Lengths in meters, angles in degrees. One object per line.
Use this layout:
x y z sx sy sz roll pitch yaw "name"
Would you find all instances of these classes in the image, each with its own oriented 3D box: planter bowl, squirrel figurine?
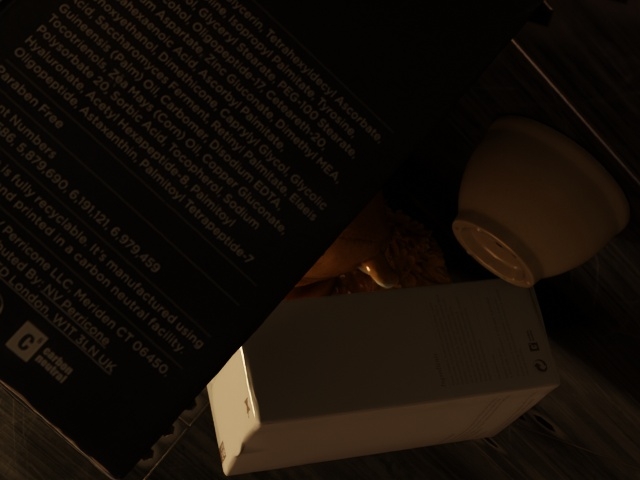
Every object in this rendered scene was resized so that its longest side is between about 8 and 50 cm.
0.195 -0.025 1.011 0.162 0.109 0.162 39 168 9 "planter bowl"
0.000 0.000 1.427 0.397 0.280 0.370 6 159 -33 "squirrel figurine"

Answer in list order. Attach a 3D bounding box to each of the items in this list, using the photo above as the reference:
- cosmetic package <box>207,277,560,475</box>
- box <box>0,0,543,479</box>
0.067 0.167 1.310 0.217 0.385 0.156 121 142 -57 "cosmetic package"
-0.129 -0.078 0.941 0.297 0.471 0.480 41 168 -4 "box"
